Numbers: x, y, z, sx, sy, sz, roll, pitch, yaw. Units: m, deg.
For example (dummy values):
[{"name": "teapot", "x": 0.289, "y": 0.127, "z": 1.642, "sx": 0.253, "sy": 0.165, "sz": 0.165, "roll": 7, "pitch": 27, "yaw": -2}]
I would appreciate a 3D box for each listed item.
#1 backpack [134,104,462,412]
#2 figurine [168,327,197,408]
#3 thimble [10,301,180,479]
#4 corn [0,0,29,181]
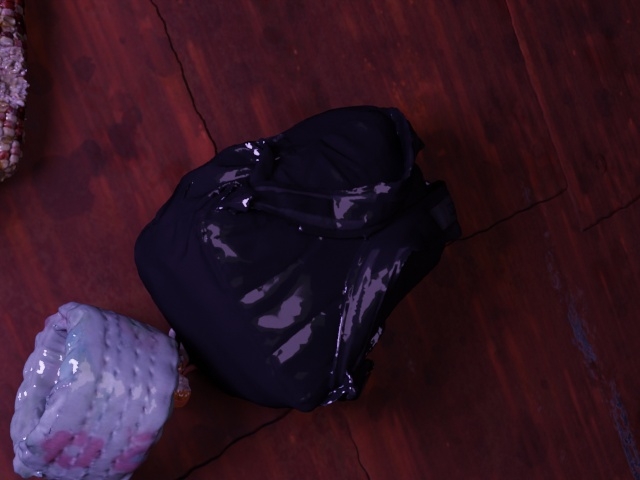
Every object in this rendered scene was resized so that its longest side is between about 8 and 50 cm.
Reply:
[{"name": "backpack", "x": 0.000, "y": 0.000, "z": 1.410, "sx": 0.445, "sy": 0.254, "sz": 0.363, "roll": -44, "pitch": 111, "yaw": -35}, {"name": "figurine", "x": -0.189, "y": 0.169, "z": 1.384, "sx": 0.064, "sy": 0.047, "sz": 0.109, "roll": 15, "pitch": 55, "yaw": -24}, {"name": "thimble", "x": -0.270, "y": 0.187, "z": 1.244, "sx": 0.149, "sy": 0.185, "sz": 0.211, "roll": 22, "pitch": 81, "yaw": -28}, {"name": "corn", "x": -0.402, "y": -0.205, "z": 1.261, "sx": 0.098, "sy": 0.098, "sz": 0.290, "roll": 0, "pitch": 84, "yaw": -33}]
